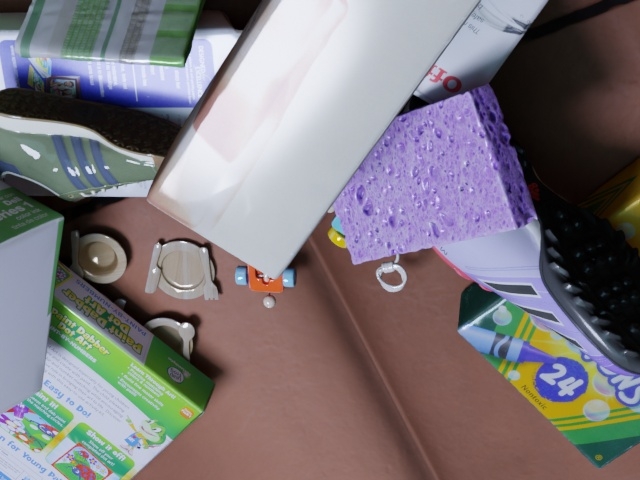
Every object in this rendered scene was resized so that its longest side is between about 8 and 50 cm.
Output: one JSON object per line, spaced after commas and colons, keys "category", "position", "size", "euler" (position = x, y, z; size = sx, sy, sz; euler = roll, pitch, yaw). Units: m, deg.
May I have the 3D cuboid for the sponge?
{"category": "sponge", "position": [0.082, -0.051, 1.218], "size": [0.210, 0.031, 0.117], "euler": [-14, 97, 52]}

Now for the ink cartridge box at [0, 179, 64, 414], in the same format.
{"category": "ink cartridge box", "position": [-0.384, 0.017, 1.328], "size": [0.278, 0.117, 0.201], "euler": [29, 124, 24]}

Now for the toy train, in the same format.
{"category": "toy train", "position": [0.000, 0.000, 1.363], "size": [0.166, 0.046, 0.125], "euler": [-1, 118, 13]}

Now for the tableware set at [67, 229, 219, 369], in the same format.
{"category": "tableware set", "position": [-0.185, 0.056, 1.433], "size": [0.169, 0.020, 0.141], "euler": [11, 118, 3]}

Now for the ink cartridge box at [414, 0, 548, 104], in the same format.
{"category": "ink cartridge box", "position": [0.112, -0.247, 1.183], "size": [0.172, 0.100, 0.237], "euler": [31, 118, -7]}

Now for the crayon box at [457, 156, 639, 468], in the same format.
{"category": "crayon box", "position": [0.310, 0.041, 1.312], "size": [0.323, 0.083, 0.203], "euler": [-40, 105, 24]}

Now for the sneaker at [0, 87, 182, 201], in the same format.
{"category": "sneaker", "position": [-0.202, -0.072, 1.280], "size": [0.192, 0.064, 0.086], "euler": [14, 126, 2]}

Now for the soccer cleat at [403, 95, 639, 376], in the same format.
{"category": "soccer cleat", "position": [0.171, 0.009, 1.247], "size": [0.318, 0.109, 0.116], "euler": [48, 135, 22]}

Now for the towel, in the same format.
{"category": "towel", "position": [-0.177, -0.195, 1.252], "size": [0.152, 0.113, 0.023], "euler": [6, 148, 10]}

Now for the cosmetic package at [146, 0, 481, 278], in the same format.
{"category": "cosmetic package", "position": [-0.001, -0.136, 1.120], "size": [0.129, 0.153, 0.296], "euler": [32, 119, -8]}

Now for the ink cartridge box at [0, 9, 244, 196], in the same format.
{"category": "ink cartridge box", "position": [-0.183, -0.123, 1.316], "size": [0.333, 0.065, 0.165], "euler": [2, 117, 9]}

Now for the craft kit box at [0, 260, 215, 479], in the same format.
{"category": "craft kit box", "position": [-0.277, 0.152, 1.467], "size": [0.250, 0.061, 0.247], "euler": [40, 123, -11]}
